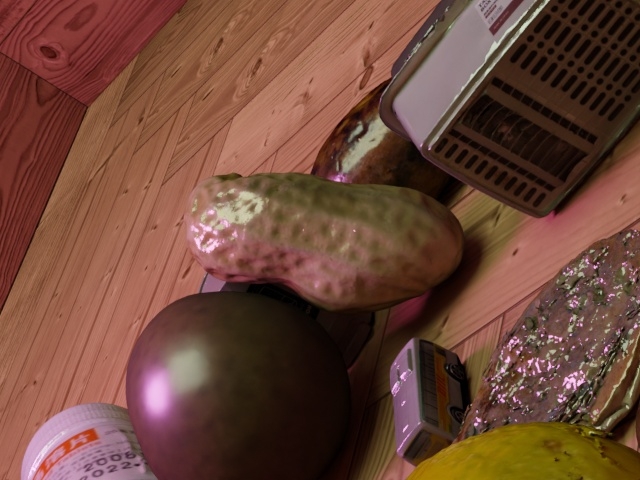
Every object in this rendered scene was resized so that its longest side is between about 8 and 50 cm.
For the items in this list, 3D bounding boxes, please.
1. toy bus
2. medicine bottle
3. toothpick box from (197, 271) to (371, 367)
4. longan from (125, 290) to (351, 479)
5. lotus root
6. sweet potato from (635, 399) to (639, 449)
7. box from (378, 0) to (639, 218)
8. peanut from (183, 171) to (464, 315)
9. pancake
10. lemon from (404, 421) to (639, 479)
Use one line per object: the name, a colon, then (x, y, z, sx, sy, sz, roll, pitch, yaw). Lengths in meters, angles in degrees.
toy bus: (0.107, 0.161, 1.896, 0.057, 0.072, 0.172, -54, 17, 24)
medicine bottle: (-0.245, 0.331, 2.316, 0.211, 0.211, 0.371, -58, 18, 1)
toothpick box: (-0.041, 0.075, 2.250, 0.111, 0.180, 0.111, -51, 18, 24)
longan: (-0.094, 0.177, 2.111, 0.258, 0.258, 0.258, -49, 20, 25)
lotus root: (0.082, -0.102, 2.277, 0.314, 0.141, 0.169, -53, 16, 16)
sweet potato: (0.295, 0.146, 1.437, 0.112, 0.085, 0.286, -22, 10, 1)
box: (0.215, -0.181, 1.949, 0.290, 0.220, 0.166, -50, 32, 21)
peanut: (0.000, 0.000, 2.110, 0.152, 0.313, 0.152, 10, -90, -82)
pancake: (0.213, 0.112, 1.732, 0.282, 0.049, 0.282, -49, 20, 24)
lemon: (0.157, 0.254, 1.329, 0.258, 0.258, 0.310, -60, 19, -5)
